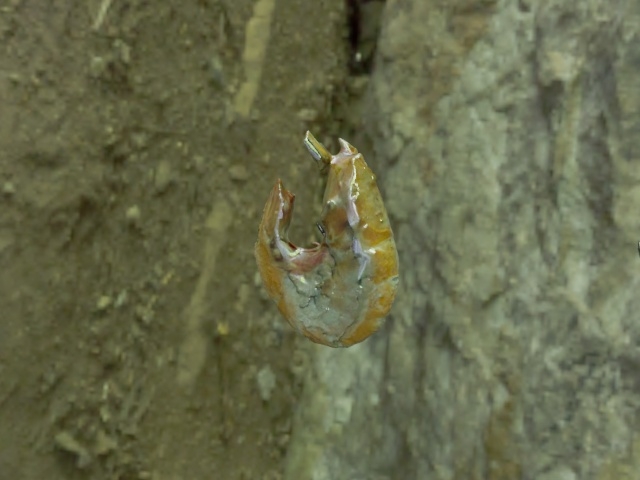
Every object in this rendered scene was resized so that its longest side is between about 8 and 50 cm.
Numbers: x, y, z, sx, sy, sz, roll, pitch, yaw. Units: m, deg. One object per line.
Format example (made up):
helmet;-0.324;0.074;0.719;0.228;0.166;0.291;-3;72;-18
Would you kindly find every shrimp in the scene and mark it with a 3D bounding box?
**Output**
shrimp;0.000;0.000;0.898;0.051;0.132;0.188;-23;110;-74

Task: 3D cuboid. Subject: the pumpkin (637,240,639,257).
pumpkin;0.373;-0.021;0.653;0.320;0.320;0.192;-58;126;-73
